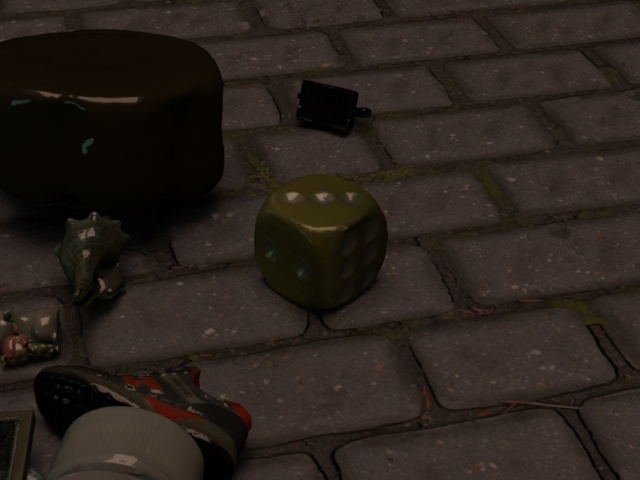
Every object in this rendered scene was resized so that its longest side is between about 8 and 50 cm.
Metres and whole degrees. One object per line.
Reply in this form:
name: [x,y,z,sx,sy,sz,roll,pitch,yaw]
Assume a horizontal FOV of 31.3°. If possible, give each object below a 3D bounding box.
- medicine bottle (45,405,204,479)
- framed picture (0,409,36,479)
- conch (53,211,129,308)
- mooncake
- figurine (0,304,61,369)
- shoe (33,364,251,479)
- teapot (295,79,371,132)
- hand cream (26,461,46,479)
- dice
medicine bottle: [-0.263,0.391,1.354,0.211,0.211,0.371,4,36,3]
framed picture: [-0.508,0.361,1.490,0.240,0.020,0.324,-3,45,1]
conch: [-0.384,0.039,1.915,0.114,0.137,0.234,-11,54,27]
mooncake: [-0.402,-0.222,2.091,0.466,0.262,0.467,5,23,-2]
figurine: [-0.482,0.145,1.788,0.146,0.081,0.098,-4,37,-8]
shoe: [-0.243,0.230,1.653,0.336,0.132,0.171,18,34,18]
teapot: [0.026,-0.286,2.412,0.177,0.087,0.096,16,15,18]
hand cream: [-0.439,0.311,1.581,0.085,0.058,0.331,-21,41,-39]
dice: [0.000,0.000,1.935,0.169,0.169,0.166,29,44,32]
